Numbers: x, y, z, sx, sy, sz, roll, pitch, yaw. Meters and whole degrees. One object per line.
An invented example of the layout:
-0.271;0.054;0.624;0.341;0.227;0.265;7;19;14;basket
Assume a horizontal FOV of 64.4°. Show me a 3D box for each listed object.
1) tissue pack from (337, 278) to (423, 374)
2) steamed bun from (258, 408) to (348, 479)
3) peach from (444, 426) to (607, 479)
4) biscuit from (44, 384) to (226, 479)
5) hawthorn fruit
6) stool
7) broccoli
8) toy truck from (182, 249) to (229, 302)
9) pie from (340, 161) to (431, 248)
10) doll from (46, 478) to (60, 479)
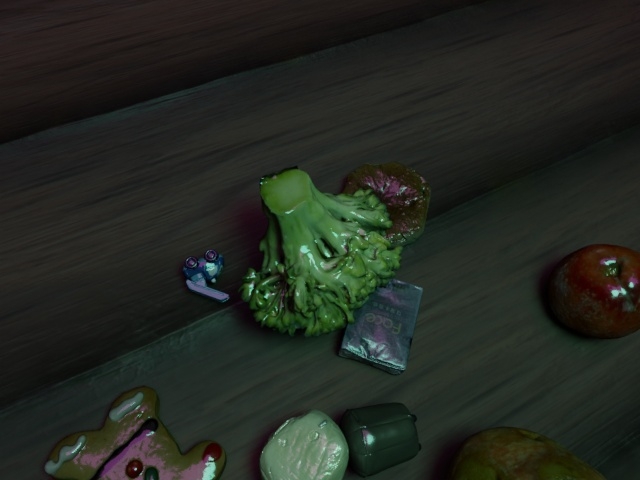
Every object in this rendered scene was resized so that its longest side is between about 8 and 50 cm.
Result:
0.104;0.138;0.863;0.112;0.051;0.157;18;60;3;tissue pack
-0.019;0.314;0.727;0.130;0.091;0.112;-41;63;-11;steamed bun
0.274;0.350;0.667;0.214;0.236;0.215;8;54;-11;peach
-0.226;0.350;0.711;0.301;0.049;0.197;42;67;14;biscuit
0.486;0.086;0.870;0.172;0.173;0.173;3;61;-5;hawthorn fruit
0.087;0.291;0.754;0.110;0.096;0.096;-8;62;-15;stool
0.000;0.000;0.803;0.247;0.246;0.288;-9;46;13;broccoli
-0.191;0.067;0.869;0.073;0.056;0.090;-22;79;-13;toy truck
0.122;-0.075;0.986;0.194;0.046;0.195;2;61;-4;pie
-0.447;0.429;0.575;0.182;0.160;0.363;39;62;13;doll
